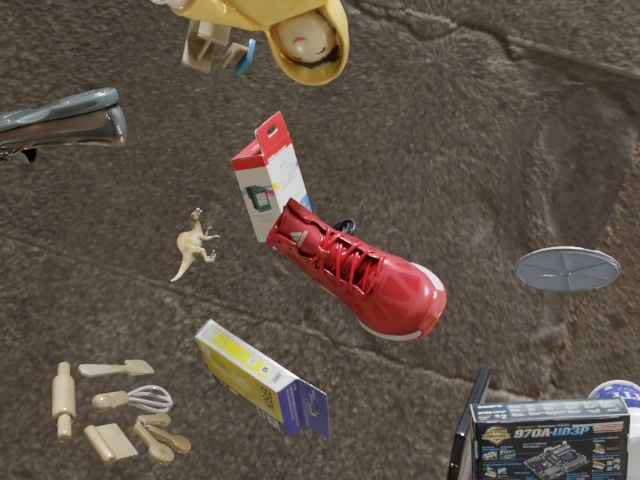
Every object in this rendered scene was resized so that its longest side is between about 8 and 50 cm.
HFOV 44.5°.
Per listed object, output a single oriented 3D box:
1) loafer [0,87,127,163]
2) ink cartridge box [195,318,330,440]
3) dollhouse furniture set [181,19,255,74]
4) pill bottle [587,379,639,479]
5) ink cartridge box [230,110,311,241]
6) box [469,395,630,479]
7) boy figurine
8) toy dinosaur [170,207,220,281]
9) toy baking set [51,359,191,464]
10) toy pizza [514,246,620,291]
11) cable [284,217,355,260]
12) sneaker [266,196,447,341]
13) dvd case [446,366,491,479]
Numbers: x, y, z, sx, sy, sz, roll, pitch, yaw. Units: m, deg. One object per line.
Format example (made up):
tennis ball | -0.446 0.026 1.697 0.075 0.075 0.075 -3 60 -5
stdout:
loafer | -0.400 -0.140 1.089 0.267 0.096 0.084 -13 111 8
ink cartridge box | -0.123 0.336 1.748 0.307 0.304 0.072 33 65 21
dollhouse furniture set | -0.072 -0.288 0.948 0.129 0.183 0.129 16 69 -22
pill bottle | 0.498 0.310 1.264 0.111 0.187 0.112 2 103 9
ink cartridge box | -0.103 -0.130 1.590 0.077 0.134 0.231 -6 114 25
box | 0.332 0.319 1.141 0.220 0.051 0.175 -5 111 5
boy figurine | -0.058 -0.227 0.657 0.177 0.285 0.092 -19 63 14
toy dinosaur | -0.288 0.022 1.806 0.092 0.053 0.183 18 73 -15
toy baking set | -0.283 0.235 1.091 0.196 0.256 0.030 25 104 -31
toy pizza | 0.488 0.051 1.555 0.201 0.201 0.032 5 65 7
cable | 0.000 0.000 1.676 0.150 0.184 0.047 -23 94 -22
sneaker | 0.017 0.027 0.782 0.128 0.221 0.087 31 84 -35
dvd case | 0.247 0.369 1.351 0.022 0.180 0.253 14 123 18
